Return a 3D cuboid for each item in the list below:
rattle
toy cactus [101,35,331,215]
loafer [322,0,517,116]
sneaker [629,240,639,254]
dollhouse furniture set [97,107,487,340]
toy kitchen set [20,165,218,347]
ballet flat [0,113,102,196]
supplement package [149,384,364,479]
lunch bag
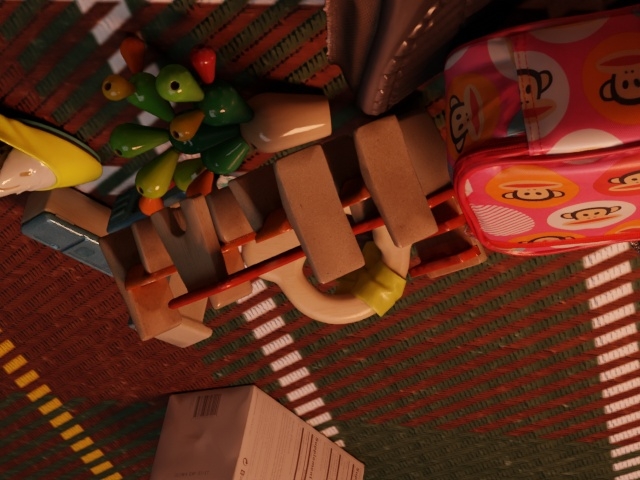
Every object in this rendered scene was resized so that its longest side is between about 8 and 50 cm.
[{"bbox_3d":[-0.020,-0.004,1.499,0.199,0.143,0.130,11,110,-4],"label":"rattle"},{"bbox_3d":[-0.084,-0.098,1.343,0.180,0.112,0.219,-7,150,-5],"label":"toy cactus"},{"bbox_3d":[0.055,-0.210,1.063,0.130,0.134,0.366,49,161,16],"label":"loafer"},{"bbox_3d":[0.332,0.037,1.384,0.221,0.087,0.083,40,142,-8],"label":"sneaker"},{"bbox_3d":[0.000,0.000,1.260,0.259,0.135,0.262,-23,-178,-37],"label":"dollhouse furniture set"},{"bbox_3d":[-0.190,0.023,1.507,0.122,0.166,0.207,29,147,-29],"label":"toy kitchen set"},{"bbox_3d":[-0.301,-0.084,1.448,0.231,0.077,0.077,30,146,-31],"label":"ballet flat"},{"bbox_3d":[-0.075,0.292,1.996,0.139,0.134,0.244,-10,145,34],"label":"supplement package"},{"bbox_3d":[0.239,-0.072,1.174,0.293,0.120,0.258,-7,162,10],"label":"lunch bag"}]
